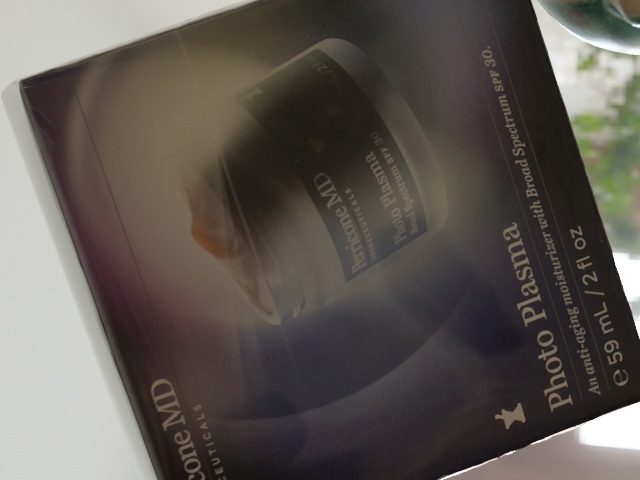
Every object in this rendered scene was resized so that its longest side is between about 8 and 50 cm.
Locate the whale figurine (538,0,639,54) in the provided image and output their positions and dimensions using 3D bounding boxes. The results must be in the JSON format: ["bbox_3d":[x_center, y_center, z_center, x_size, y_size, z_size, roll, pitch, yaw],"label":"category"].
[{"bbox_3d":[0.251,-0.194,1.225,0.141,0.272,0.216,53,-126,-31],"label":"whale figurine"}]

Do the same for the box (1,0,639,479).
[{"bbox_3d":[0.000,0.000,1.175,0.183,0.294,0.296,-164,54,-79],"label":"box"}]
